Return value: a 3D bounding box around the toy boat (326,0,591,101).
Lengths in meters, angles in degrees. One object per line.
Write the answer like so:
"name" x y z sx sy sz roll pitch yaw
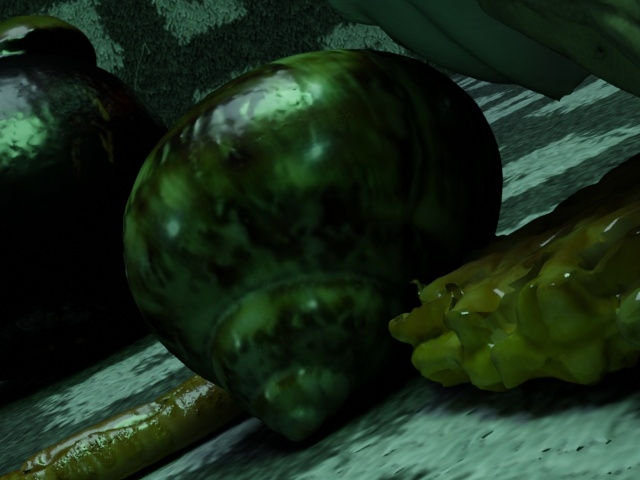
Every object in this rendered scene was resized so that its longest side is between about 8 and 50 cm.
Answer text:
"toy boat" 0.102 -0.124 0.522 0.199 0.100 0.290 -38 1 4

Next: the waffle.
"waffle" 0.144 -0.014 0.460 0.238 0.058 0.243 -31 5 -17

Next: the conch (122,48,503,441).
"conch" 0.002 0.002 0.574 0.181 0.124 0.187 -50 -24 -29

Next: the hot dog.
"hot dog" -0.089 0.090 0.589 0.137 0.028 0.044 -25 13 -10

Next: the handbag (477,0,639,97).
"handbag" 0.217 -0.097 0.321 0.316 0.109 0.253 -29 33 -15

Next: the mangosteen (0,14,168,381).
"mangosteen" -0.244 -0.046 1.048 0.275 0.302 0.275 -18 -20 -7
